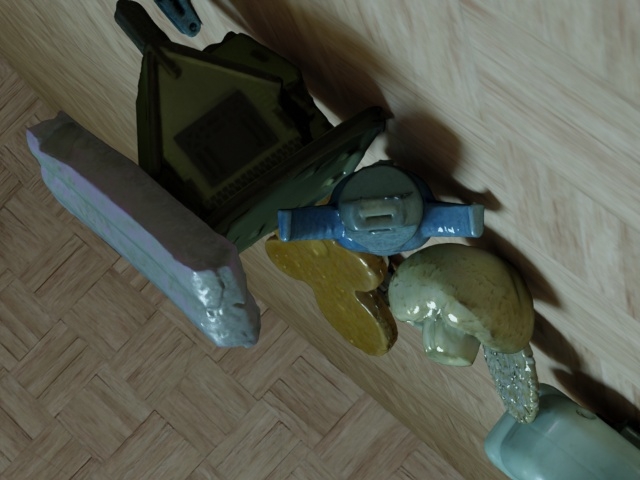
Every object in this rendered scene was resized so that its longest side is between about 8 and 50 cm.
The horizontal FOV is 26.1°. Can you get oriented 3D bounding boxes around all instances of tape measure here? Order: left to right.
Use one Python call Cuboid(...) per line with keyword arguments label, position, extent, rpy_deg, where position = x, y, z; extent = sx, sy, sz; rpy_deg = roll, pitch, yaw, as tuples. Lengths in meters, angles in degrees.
Cuboid(label="tape measure", position=(0.313, 0.263, 1.500), extent=(0.243, 0.125, 0.246), rpy_deg=(38, 175, -9))

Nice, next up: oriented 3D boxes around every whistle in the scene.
Cuboid(label="whistle", position=(0.056, -0.025, 1.241), extent=(0.180, 0.093, 0.269), rpy_deg=(-1, -176, 5))

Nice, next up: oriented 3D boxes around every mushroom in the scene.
Cuboid(label="mushroom", position=(0.136, 0.061, 1.317), extent=(0.148, 0.112, 0.148), rpy_deg=(14, 164, 4))

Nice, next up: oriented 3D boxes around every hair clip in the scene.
Cuboid(label="hair clip", position=(-0.145, -0.253, 1.363), extent=(0.083, 0.048, 0.275), rpy_deg=(33, 177, -1))

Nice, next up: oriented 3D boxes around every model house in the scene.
Cuboid(label="model house", position=(-0.111, -0.137, 1.273), extent=(0.278, 0.205, 0.218), rpy_deg=(53, 160, 6))

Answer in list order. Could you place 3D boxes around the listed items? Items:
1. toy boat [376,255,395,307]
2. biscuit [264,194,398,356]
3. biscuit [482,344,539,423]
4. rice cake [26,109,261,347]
Cuboid(label="toy boat", position=(0.025, 0.006, 1.764), extent=(0.210, 0.066, 0.084), rpy_deg=(41, 170, 16))
Cuboid(label="biscuit", position=(0.000, 0.000, 1.672), extent=(0.216, 0.047, 0.339), rpy_deg=(3, 131, 58))
Cuboid(label="biscuit", position=(0.199, 0.123, 1.454), extent=(0.152, 0.020, 0.152), rpy_deg=(167, 90, -80))
Cuboid(label="rice cake", position=(-0.158, -0.016, 1.195), extent=(0.298, 0.050, 0.106), rpy_deg=(37, 155, 39))
